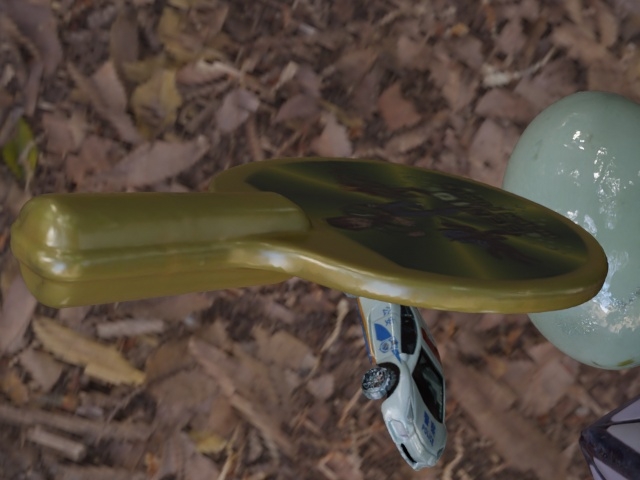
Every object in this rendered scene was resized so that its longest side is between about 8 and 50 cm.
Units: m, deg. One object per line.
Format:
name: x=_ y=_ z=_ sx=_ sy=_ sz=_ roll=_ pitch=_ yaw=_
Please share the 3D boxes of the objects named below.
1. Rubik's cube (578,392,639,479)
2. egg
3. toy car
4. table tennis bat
Rubik's cube: x=0.485 y=0.277 z=1.573 sx=0.305 sy=0.310 sz=0.307 roll=-28 pitch=113 yaw=-13
egg: x=0.277 y=-0.012 z=1.555 sx=0.202 sy=0.203 sz=0.283 roll=3 pitch=65 yaw=-15
toy car: x=0.066 y=0.097 z=1.302 sx=0.056 sy=0.095 sz=0.205 roll=-25 pitch=41 yaw=11
table tennis bat: x=0.000 y=0.000 z=0.777 sx=0.320 sy=0.050 sz=0.198 roll=-2 pitch=21 yaw=-37
